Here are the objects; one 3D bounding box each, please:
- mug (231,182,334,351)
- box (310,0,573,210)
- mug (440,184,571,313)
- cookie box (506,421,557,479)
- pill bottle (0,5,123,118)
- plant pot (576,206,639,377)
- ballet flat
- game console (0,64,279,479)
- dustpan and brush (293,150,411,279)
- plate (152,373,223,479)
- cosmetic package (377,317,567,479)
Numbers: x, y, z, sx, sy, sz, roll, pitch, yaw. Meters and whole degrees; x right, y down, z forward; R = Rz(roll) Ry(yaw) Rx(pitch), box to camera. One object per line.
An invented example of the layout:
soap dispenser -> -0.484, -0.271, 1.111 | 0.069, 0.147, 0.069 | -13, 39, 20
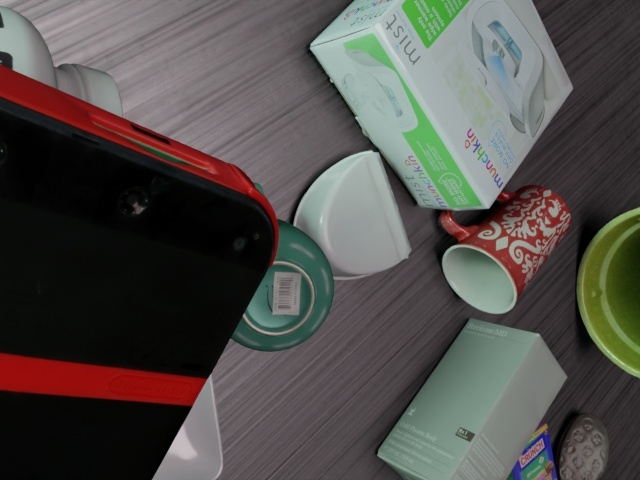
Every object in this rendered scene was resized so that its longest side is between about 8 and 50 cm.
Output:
mug -> -0.060, 0.037, 0.648 | 0.129, 0.097, 0.158 | -44, 107, -2
box -> 0.155, -0.208, 0.781 | 0.231, 0.127, 0.262 | -50, 119, -23
mug -> 0.255, -0.010, 0.873 | 0.169, 0.113, 0.150 | -40, 116, -29
cookie box -> 0.311, 0.340, 0.978 | 0.092, 0.040, 0.107 | -22, 105, -30
pill bottle -> -0.312, -0.090, 0.429 | 0.323, 0.181, 0.181 | 6, 90, -41
plant pot -> 0.604, 0.074, 1.046 | 0.254, 0.276, 0.276 | -6, 97, -45
ballet flat -> 0.412, 0.406, 1.048 | 0.084, 0.058, 0.249 | 13, 79, 1
game console -> -0.231, 0.061, 0.425 | 0.387, 0.060, 0.342 | 20, 104, -44
dustpan and brush -> 0.000, 0.000, 0.740 | 0.211, 0.060, 0.147 | -32, 109, -35
plate -> -0.232, 0.125, 0.581 | 0.278, 0.045, 0.277 | -9, 95, -36
cosmetic package -> 0.203, 0.228, 0.846 | 0.107, 0.127, 0.238 | 48, 66, -28
